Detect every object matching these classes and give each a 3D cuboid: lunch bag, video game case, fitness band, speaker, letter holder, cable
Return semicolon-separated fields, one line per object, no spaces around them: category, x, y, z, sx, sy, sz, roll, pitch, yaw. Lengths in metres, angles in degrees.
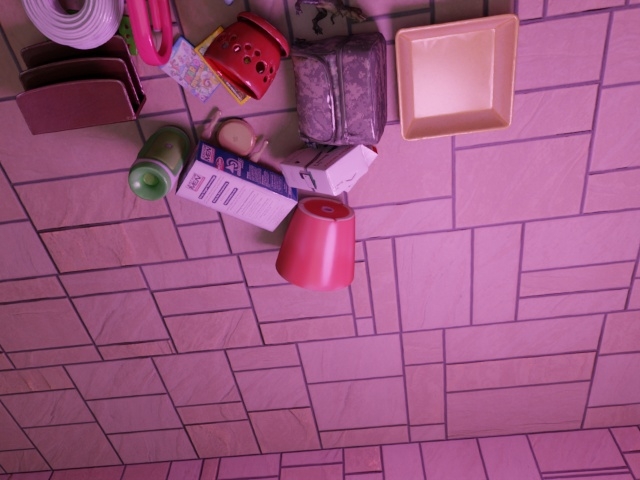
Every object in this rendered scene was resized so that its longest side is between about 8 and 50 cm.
lunch bag;0.050;-0.424;1.500;0.256;0.212;0.305;5;125;17
video game case;-0.378;-0.504;1.557;0.166;0.015;0.119;37;117;-22
fitness band;-0.449;-0.608;1.369;0.054;0.209;0.290;0;124;3
speaker;-0.475;-0.238;1.570;0.131;0.296;0.131;0;124;0
letter holder;-0.681;-0.443;1.469;0.302;0.152;0.214;-8;128;2
cable;-0.640;-0.633;1.357;0.257;0.089;0.257;-18;107;10

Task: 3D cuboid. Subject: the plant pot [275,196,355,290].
plant pot;0.000;0.000;1.767;0.275;0.275;0.243;9;114;-5

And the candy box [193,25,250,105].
candy box;-0.261;-0.508;1.535;0.105;0.027;0.206;-38;117;8

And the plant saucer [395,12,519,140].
plant saucer;0.388;-0.473;1.527;0.333;0.081;0.332;-6;124;6

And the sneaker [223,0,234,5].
sneaker;-0.115;-0.714;1.346;0.366;0.135;0.150;-11;125;22

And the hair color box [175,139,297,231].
hair color box;-0.264;-0.168;1.681;0.348;0.105;0.174;21;134;-26

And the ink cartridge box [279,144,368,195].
ink cartridge box;0.010;-0.226;1.591;0.220;0.160;0.092;16;138;46

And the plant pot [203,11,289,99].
plant pot;-0.196;-0.510;1.432;0.191;0.191;0.174;33;90;-20

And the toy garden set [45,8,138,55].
toy garden set;-0.648;-0.555;1.508;0.245;0.049;0.203;3;129;-7

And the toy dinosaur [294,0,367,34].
toy dinosaur;-0.009;-0.639;1.418;0.268;0.064;0.118;30;80;-14

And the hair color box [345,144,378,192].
hair color box;0.099;-0.248;1.702;0.093;0.053;0.167;29;119;-19

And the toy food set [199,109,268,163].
toy food set;-0.270;-0.324;1.671;0.192;0.038;0.132;32;112;-13
